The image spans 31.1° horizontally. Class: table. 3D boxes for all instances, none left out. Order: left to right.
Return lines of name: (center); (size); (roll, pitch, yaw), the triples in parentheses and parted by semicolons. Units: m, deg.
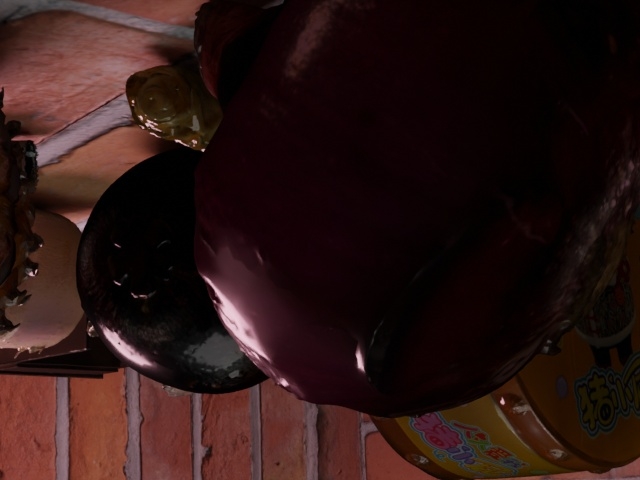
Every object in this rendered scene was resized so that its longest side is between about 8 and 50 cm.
table: (-0.403, 0.133, 2.041); (0.282, 0.196, 0.250); (-13, 163, 40)

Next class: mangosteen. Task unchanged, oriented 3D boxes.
mangosteen: (-0.129, 0.038, 1.395); (0.330, 0.330, 0.330); (-2, 168, 0)

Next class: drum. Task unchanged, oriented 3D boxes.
drum: (0.220, 0.065, 1.318); (0.214, 0.431, 0.431); (-15, 162, 40)

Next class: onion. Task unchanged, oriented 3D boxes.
onion: (0.038, -0.098, 0.875); (0.420, 0.398, 0.398); (41, -173, 24)

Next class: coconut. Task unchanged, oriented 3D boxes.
coconut: (-0.444, 0.050, 1.609); (0.224, 0.224, 0.234); (-9, 178, 30)

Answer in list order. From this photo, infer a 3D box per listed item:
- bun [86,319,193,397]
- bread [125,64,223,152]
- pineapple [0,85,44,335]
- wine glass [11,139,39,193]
bun: (-0.196, 0.072, 1.657); (0.281, 0.282, 0.205); (-2, 166, -2)
bread: (-0.070, -0.110, 1.220); (0.084, 0.077, 0.367); (18, -179, 34)
pineapple: (-0.422, -0.020, 1.054); (0.352, 0.352, 0.300); (2, 177, -19)
wine glass: (-0.424, -0.080, 1.311); (0.195, 0.079, 0.079); (-1, 168, -1)
